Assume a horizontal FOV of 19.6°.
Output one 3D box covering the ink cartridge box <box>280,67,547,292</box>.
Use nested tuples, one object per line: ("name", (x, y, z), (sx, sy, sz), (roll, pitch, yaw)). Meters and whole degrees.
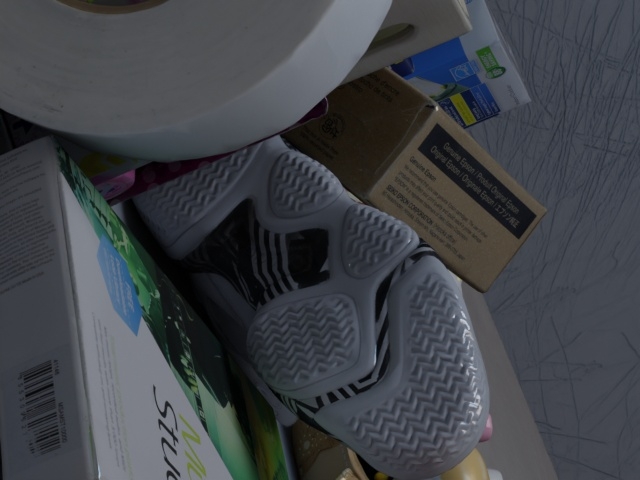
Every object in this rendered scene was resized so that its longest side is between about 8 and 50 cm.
("ink cartridge box", (0.033, -0.082, 1.390), (0.235, 0.088, 0.193), (39, 3, 37))

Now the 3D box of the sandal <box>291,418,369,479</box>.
("sandal", (0.003, 0.203, 1.392), (0.079, 0.088, 0.240), (18, 34, -34))

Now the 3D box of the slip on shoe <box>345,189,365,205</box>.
("slip on shoe", (0.000, 0.000, 1.640), (0.331, 0.123, 0.101), (13, 70, -73))

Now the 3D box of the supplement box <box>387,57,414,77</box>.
("supplement box", (-0.087, -0.259, 1.475), (0.356, 0.194, 0.195), (52, 19, -55))

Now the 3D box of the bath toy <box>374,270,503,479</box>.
("bath toy", (0.076, 0.153, 1.500), (0.151, 0.129, 0.348), (103, -18, -52))

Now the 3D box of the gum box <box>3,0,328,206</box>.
("gum box", (-0.095, -0.098, 1.123), (0.062, 0.188, 0.107), (24, 44, -75))

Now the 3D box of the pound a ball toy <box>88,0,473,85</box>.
("pound a ball toy", (-0.035, -0.193, 1.259), (0.136, 0.319, 0.208), (48, 22, -62))

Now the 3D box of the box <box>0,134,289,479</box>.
("box", (-0.090, 0.122, 1.064), (0.322, 0.058, 0.232), (58, 14, -50))

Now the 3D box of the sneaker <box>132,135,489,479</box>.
("sneaker", (0.013, 0.063, 1.280), (0.366, 0.137, 0.210), (46, -9, 42))

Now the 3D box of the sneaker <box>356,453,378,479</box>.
("sneaker", (0.089, 0.251, 1.621), (0.145, 0.090, 0.270), (56, 20, -53))

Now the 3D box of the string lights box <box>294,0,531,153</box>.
("string lights box", (0.055, -0.139, 1.762), (0.133, 0.260, 0.076), (47, 23, -60))

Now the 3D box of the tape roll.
("tape roll", (-0.097, -0.191, 1.050), (0.100, 0.286, 0.286), (24, 45, -74))
